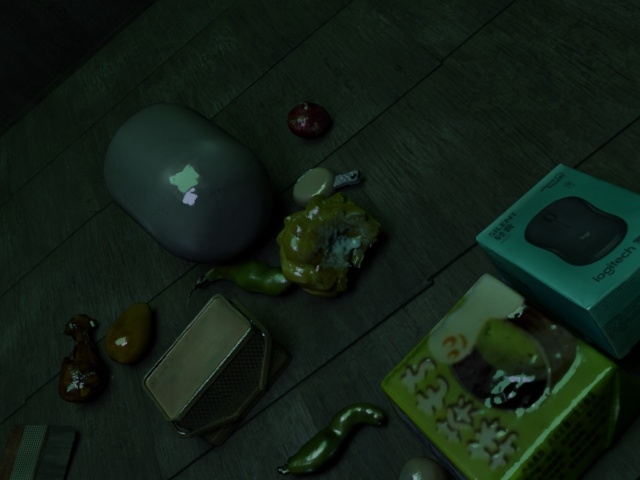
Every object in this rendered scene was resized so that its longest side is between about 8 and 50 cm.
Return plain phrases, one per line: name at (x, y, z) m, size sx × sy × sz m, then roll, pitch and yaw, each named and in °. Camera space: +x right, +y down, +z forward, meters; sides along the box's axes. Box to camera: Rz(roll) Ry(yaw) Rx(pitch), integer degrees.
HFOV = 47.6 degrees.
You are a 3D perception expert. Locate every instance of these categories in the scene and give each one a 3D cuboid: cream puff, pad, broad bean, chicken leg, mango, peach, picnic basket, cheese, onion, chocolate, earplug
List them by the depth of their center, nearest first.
chocolate at (0.272, 0.228, 1.089) m, size 0.289 × 0.137 × 0.301 m, roll -46°, pitch 43°, yaw -3°
peach at (0.158, 0.373, 1.108) m, size 0.083 × 0.083 × 0.083 m, roll -21°, pitch 47°, yaw 24°
broad bean at (0.017, 0.349, 1.259) m, size 0.213 × 0.048 × 0.070 m, roll -36°, pitch 41°, yaw 5°
picnic basket at (-0.206, 0.258, 1.438) m, size 0.266 × 0.139 × 0.165 m, roll -50°, pitch 42°, yaw -7°
cream puff at (-0.004, -0.004, 1.473) m, size 0.195 × 0.194 × 0.221 m, roll 24°, pitch 70°, yaw 46°
broad bean at (-0.168, 0.090, 1.612) m, size 0.318 × 0.056 × 0.098 m, roll -11°, pitch 57°, yaw 38°
cheese at (0.014, -0.130, 1.648) m, size 0.171 × 0.047 × 0.092 m, roll -28°, pitch 47°, yaw 18°
earplug at (-0.288, -0.123, 1.685) m, size 0.312 × 0.312 × 0.394 m, roll -49°, pitch 43°, yaw -6°
pad at (-0.668, 0.428, 1.690) m, size 0.250 × 0.055 × 0.323 m, roll -10°, pitch 78°, yaw 33°
mango at (-0.447, 0.218, 1.701) m, size 0.111 × 0.089 × 0.163 m, roll -21°, pitch 36°, yaw 8°
chicken leg at (-0.575, 0.279, 1.761) m, size 0.113 × 0.093 × 0.304 m, roll -23°, pitch 35°, yaw -2°
onion at (-0.031, -0.299, 1.787) m, size 0.107 × 0.097 × 0.107 m, roll -10°, pitch 40°, yaw 8°

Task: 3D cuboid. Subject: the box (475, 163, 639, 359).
box at (0.407, 0.017, 1.112) m, size 0.205 × 0.118 × 0.311 m, roll -39°, pitch 27°, yaw -2°
